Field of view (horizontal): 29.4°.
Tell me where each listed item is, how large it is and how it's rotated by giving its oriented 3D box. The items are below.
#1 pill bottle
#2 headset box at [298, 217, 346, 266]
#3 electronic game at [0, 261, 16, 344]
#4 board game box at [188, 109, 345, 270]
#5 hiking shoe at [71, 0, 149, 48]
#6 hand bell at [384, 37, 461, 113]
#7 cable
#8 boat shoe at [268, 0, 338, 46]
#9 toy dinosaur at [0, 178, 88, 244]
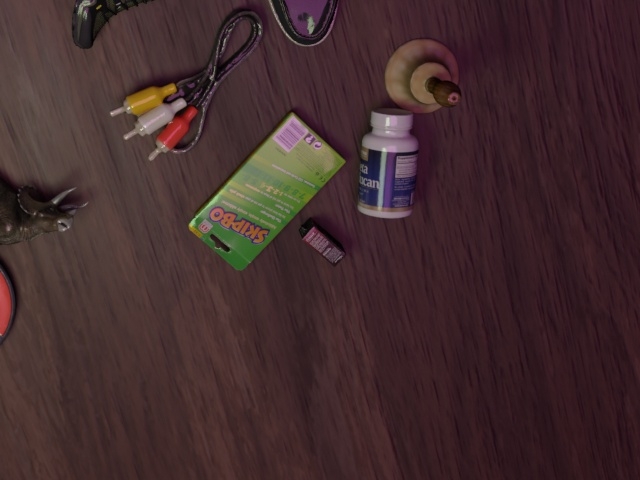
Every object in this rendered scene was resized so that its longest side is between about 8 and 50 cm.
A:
[{"bbox_3d":[0.112,-0.128,2.000,0.094,0.094,0.169,2,105,-7],"label":"pill bottle"},{"bbox_3d":[0.000,0.000,2.040,0.083,0.062,0.032,39,97,-16],"label":"headset box"},{"bbox_3d":[-0.618,0.102,2.004,0.229,0.048,0.229,-2,106,-6],"label":"electronic game"},{"bbox_3d":[-0.091,-0.080,2.021,0.124,0.039,0.259,42,95,-15],"label":"board game box"},{"bbox_3d":[-0.302,-0.387,1.881,0.114,0.086,0.226,27,100,-10],"label":"hiking shoe"},{"bbox_3d":[0.182,-0.237,1.900,0.126,0.242,0.126,-2,107,-7],"label":"hand bell"},{"bbox_3d":[-0.188,-0.239,1.944,0.287,0.072,0.139,-38,112,4],"label":"cable"},{"bbox_3d":[-0.021,-0.465,1.877,0.127,0.113,0.340,2,106,-8],"label":"boat shoe"},{"bbox_3d":[-0.548,-0.053,1.944,0.314,0.121,0.160,25,66,-2],"label":"toy dinosaur"}]
